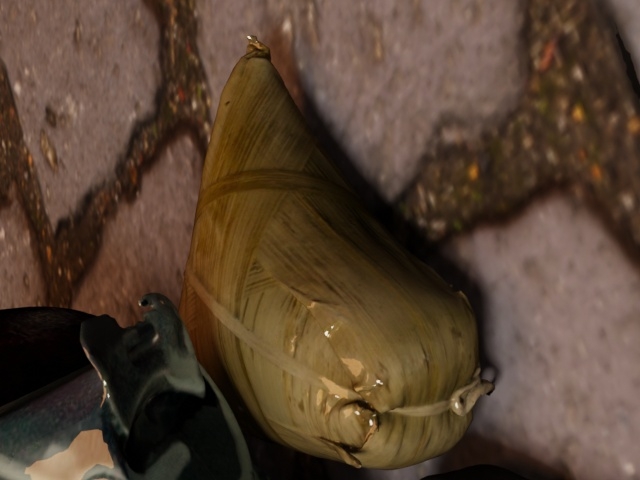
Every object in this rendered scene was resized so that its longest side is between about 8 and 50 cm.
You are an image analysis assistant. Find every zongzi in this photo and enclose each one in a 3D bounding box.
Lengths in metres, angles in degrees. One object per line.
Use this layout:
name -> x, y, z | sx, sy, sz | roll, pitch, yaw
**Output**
zongzi -> 0.000, 0.000, 0.601 | 0.194, 0.099, 0.197 | 8, 94, 56

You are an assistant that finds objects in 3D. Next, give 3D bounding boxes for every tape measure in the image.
tape measure -> -0.115, 0.193, 0.559 | 0.256, 0.147, 0.275 | -25, 94, 23

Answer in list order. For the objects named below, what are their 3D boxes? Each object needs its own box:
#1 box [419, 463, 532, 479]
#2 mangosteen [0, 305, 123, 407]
box -> 0.114, 0.258, 0.481 | 0.289, 0.073, 0.290 | 22, 113, 54
mangosteen -> -0.146, 0.151, 0.750 | 0.265, 0.228, 0.228 | 5, 100, 24
